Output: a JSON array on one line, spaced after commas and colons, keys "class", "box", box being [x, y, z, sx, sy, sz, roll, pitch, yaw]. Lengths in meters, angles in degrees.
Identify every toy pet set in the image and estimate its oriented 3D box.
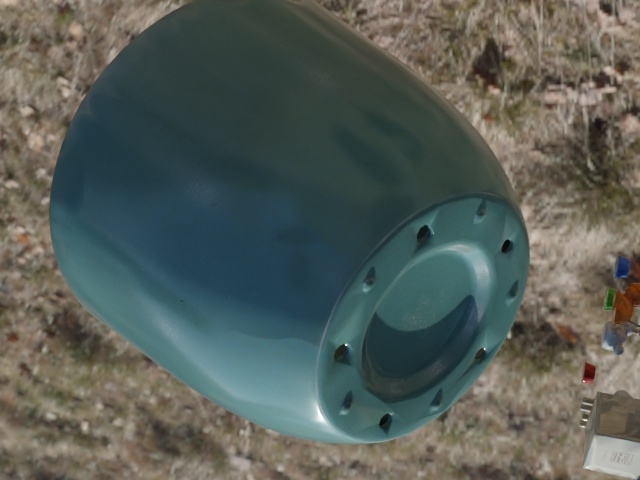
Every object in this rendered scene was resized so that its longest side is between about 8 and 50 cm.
[{"class": "toy pet set", "box": [0.208, 0.093, 0.692, 0.065, 0.114, 0.122, 10, 136, 8]}]

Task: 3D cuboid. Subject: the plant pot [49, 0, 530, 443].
[{"class": "plant pot", "box": [0.000, 0.000, 0.753, 0.235, 0.293, 0.293, 35, 151, 41]}]
